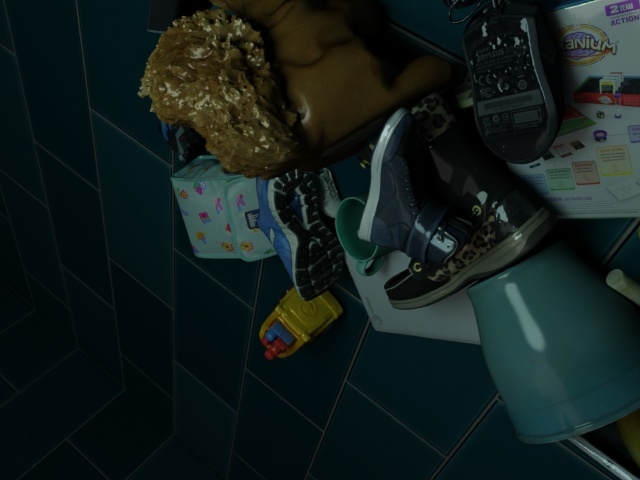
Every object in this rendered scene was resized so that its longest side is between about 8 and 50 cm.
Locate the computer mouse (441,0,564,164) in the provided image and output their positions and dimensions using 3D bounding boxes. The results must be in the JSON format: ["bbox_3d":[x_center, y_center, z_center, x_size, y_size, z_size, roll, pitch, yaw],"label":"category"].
[{"bbox_3d":[0.266,-0.240,0.833,0.189,0.072,0.272,4,112,45],"label":"computer mouse"}]

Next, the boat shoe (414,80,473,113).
[{"bbox_3d":[0.212,-0.232,1.013,0.152,0.056,0.049,5,99,52],"label":"boat shoe"}]

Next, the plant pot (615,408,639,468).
[{"bbox_3d":[0.573,0.325,1.084,0.095,0.134,0.134,47,149,40],"label":"plant pot"}]

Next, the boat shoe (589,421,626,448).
[{"bbox_3d":[0.478,0.288,1.178,0.258,0.095,0.084,42,172,2],"label":"boat shoe"}]

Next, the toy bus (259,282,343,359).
[{"bbox_3d":[-0.077,0.219,1.554,0.149,0.211,0.220,44,144,4],"label":"toy bus"}]

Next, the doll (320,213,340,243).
[{"bbox_3d":[0.000,0.000,1.420,0.129,0.046,0.189,42,139,11],"label":"doll"}]

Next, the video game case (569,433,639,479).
[{"bbox_3d":[0.515,0.385,1.134,0.173,0.022,0.190,36,-175,42],"label":"video game case"}]

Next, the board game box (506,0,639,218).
[{"bbox_3d":[0.369,-0.181,0.884,0.242,0.064,0.316,1,122,44],"label":"board game box"}]

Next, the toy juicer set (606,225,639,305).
[{"bbox_3d":[0.518,0.044,0.852,0.209,0.089,0.329,16,141,-4],"label":"toy juicer set"}]

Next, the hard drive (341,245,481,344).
[{"bbox_3d":[0.221,0.103,1.291,0.353,0.047,0.233,0,122,45],"label":"hard drive"}]

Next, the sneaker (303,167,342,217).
[{"bbox_3d":[0.006,-0.112,1.314,0.152,0.054,0.061,51,140,-1],"label":"sneaker"}]

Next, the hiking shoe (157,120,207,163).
[{"bbox_3d":[-0.310,-0.300,1.413,0.132,0.113,0.304,43,142,7],"label":"hiking shoe"}]

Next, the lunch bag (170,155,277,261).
[{"bbox_3d":[-0.186,-0.075,1.455,0.262,0.160,0.223,4,121,25],"label":"lunch bag"}]

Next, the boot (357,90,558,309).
[{"bbox_3d":[0.173,-0.050,1.058,0.284,0.138,0.377,52,147,0],"label":"boot"}]

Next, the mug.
[{"bbox_3d":[0.102,-0.024,1.240,0.129,0.097,0.157,54,142,25],"label":"mug"}]

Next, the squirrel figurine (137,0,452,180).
[{"bbox_3d":[-0.076,-0.297,0.969,0.370,0.397,0.281,61,152,2],"label":"squirrel figurine"}]

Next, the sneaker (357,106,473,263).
[{"bbox_3d":[0.150,-0.068,0.902,0.163,0.086,0.226,26,131,23],"label":"sneaker"}]

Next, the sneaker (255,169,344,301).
[{"bbox_3d":[-0.053,-0.019,1.346,0.147,0.130,0.329,30,142,53],"label":"sneaker"}]

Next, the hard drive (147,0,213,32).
[{"bbox_3d":[-0.197,-0.463,1.056,0.054,0.254,0.172,30,141,0],"label":"hard drive"}]

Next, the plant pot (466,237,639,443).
[{"bbox_3d":[0.379,0.145,1.016,0.272,0.272,0.255,-38,77,53],"label":"plant pot"}]
